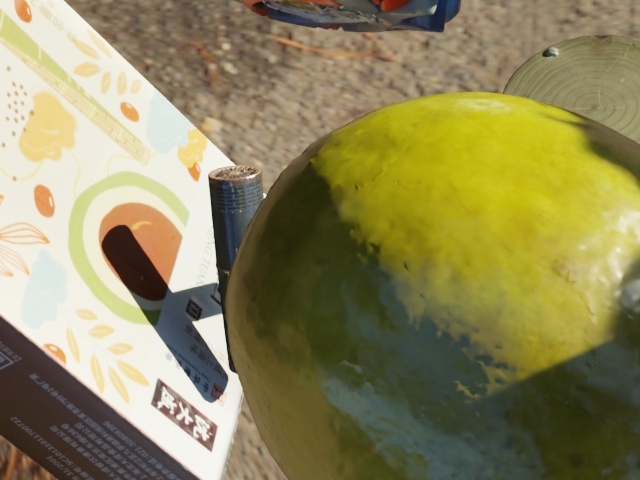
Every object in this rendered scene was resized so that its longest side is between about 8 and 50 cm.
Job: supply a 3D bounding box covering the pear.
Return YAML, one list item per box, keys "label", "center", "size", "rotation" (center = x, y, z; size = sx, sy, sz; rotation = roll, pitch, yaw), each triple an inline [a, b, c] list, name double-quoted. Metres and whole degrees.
- label: "pear"
  center: [0.055, 0.031, 0.525]
  size: [0.162, 0.149, 0.149]
  rotation: [25, 91, 10]

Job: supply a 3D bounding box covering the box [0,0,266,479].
- label: "box"
  center: [-0.221, -0.007, 1.445]
  size: [0.122, 0.344, 0.385]
  rotation: [-26, 124, 31]

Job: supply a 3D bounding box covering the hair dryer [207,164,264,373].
- label: "hair dryer"
  center: [0.006, 0.013, 1.424]
  size: [0.195, 0.050, 0.173]
  rotation: [-10, 110, -20]

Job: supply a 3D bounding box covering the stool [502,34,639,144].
- label: "stool"
  center: [0.261, -0.038, 1.579]
  size: [0.179, 0.179, 0.264]
  rotation: [-25, 142, -8]

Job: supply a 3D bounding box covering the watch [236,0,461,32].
- label: "watch"
  center: [0.053, -0.345, 1.685]
  size: [0.305, 0.241, 0.274]
  rotation: [2, 93, -48]
